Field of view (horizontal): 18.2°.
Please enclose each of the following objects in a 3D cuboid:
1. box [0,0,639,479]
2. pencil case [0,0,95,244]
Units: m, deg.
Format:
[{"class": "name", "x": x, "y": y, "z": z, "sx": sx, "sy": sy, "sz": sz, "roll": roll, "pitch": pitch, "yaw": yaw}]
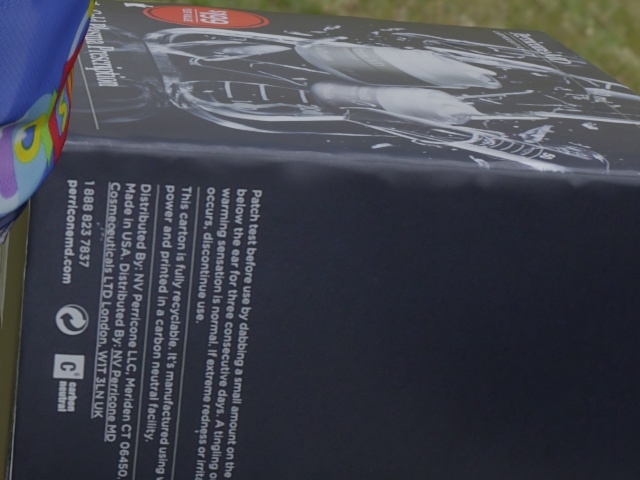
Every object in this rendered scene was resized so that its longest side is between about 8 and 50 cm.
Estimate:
[{"class": "box", "x": 0.000, "y": 0.000, "z": 0.985, "sx": 0.313, "sy": 0.179, "sz": 0.343, "roll": 3, "pitch": 16, "yaw": -12}, {"class": "pencil case", "x": -0.081, "y": -0.125, "z": 0.458, "sx": 0.119, "sy": 0.306, "sz": 0.133, "roll": 28, "pitch": 45, "yaw": -2}]
